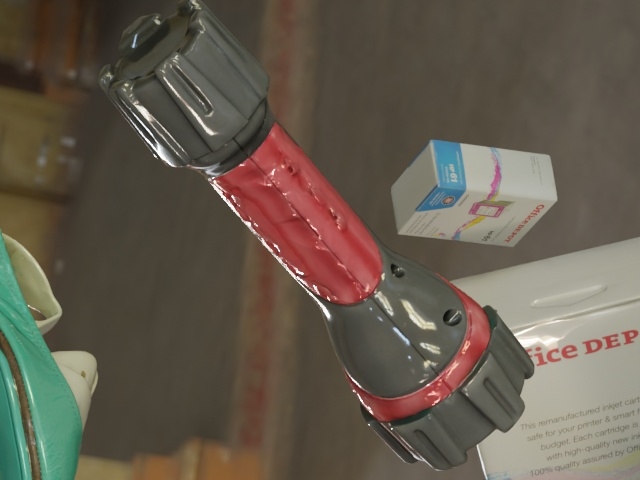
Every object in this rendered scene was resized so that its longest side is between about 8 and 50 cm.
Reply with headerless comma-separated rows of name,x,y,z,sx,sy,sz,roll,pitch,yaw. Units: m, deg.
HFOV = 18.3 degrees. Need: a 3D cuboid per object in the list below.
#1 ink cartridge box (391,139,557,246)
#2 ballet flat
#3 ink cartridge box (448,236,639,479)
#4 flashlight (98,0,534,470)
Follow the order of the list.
ink cartridge box,0.138,-0.041,1.784,0.088,0.122,0.052,128,140,-52
ballet flat,-0.176,0.061,1.140,0.247,0.087,0.083,60,139,24
ink cartridge box,0.255,0.169,1.811,0.131,0.226,0.306,-92,-13,-67
flashlight,0.000,0.000,1.134,0.103,0.304,0.103,-20,32,37
